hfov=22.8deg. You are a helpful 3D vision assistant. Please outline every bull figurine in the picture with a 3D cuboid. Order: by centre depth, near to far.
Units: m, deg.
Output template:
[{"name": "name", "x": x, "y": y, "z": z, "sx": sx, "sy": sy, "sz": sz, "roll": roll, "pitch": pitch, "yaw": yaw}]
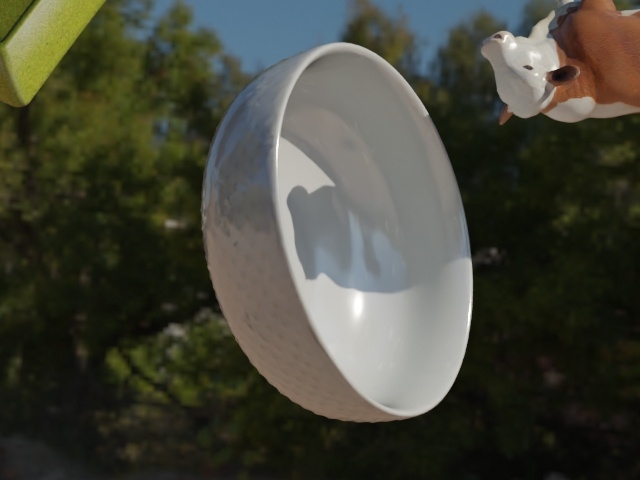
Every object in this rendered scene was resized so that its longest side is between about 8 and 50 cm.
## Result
[{"name": "bull figurine", "x": 0.293, "y": -0.186, "z": 1.489, "sx": 0.310, "sy": 0.188, "sz": 0.101, "roll": 5, "pitch": -26, "yaw": -10}]

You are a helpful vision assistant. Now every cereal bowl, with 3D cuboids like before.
[{"name": "cereal bowl", "x": 0.000, "y": 0.000, "z": 1.424, "sx": 0.141, "sy": 0.338, "sz": 0.339, "roll": -11, "pitch": -12, "yaw": 31}]

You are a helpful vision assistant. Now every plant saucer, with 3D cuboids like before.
[{"name": "plant saucer", "x": -0.306, "y": -0.241, "z": 1.492, "sx": 0.188, "sy": 0.188, "sz": 0.045, "roll": 26, "pitch": -20, "yaw": 19}]
